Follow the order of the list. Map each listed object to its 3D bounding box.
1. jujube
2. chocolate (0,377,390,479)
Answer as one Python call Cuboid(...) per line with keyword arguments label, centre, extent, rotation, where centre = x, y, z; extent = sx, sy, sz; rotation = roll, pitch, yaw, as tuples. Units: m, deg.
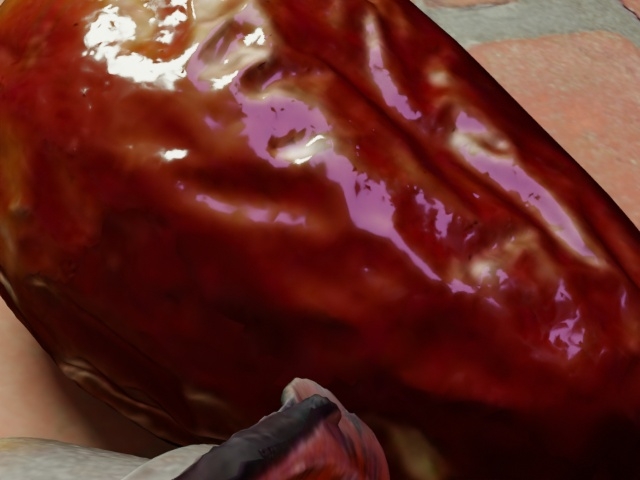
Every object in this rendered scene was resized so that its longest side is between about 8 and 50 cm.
Cuboid(label="jujube", centre=(0.000, 0.000, 0.576), extent=(0.318, 0.223, 0.223), rotation=(36, 39, 10))
Cuboid(label="chocolate", centre=(-0.080, 0.123, 0.411), extent=(0.147, 0.221, 0.221), rotation=(23, 34, 24))
